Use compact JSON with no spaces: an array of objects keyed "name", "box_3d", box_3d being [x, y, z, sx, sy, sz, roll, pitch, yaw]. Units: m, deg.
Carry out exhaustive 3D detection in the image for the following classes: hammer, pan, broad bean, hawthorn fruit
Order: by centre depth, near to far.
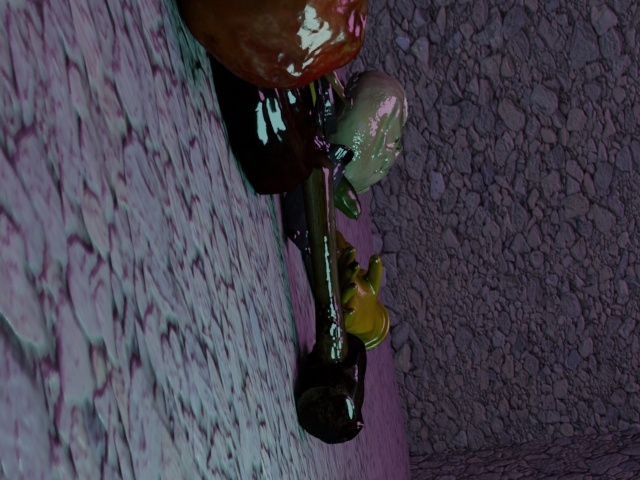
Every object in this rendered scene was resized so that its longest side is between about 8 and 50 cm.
[{"name":"hawthorn fruit","box_3d":[-0.029,-0.241,1.160,0.243,0.207,0.207,57,17,-25]},{"name":"pan","box_3d":[0.005,-0.197,1.499,0.235,0.028,0.136,-92,173,-70]},{"name":"hammer","box_3d":[0.014,0.070,1.606,0.242,0.095,0.409,-70,157,-76]},{"name":"broad bean","box_3d":[-0.001,-0.138,1.837,0.255,0.046,0.065,59,15,17]}]

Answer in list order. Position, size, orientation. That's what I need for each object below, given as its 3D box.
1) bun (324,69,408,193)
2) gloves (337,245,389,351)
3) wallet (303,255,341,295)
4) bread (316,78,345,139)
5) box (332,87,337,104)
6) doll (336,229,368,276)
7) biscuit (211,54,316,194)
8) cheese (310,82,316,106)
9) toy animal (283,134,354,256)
[{"name":"bun","box_3d":[0.084,-0.190,1.998,0.239,0.141,0.239,21,90,-84]},{"name":"gloves","box_3d":[0.071,0.114,2.046,0.294,0.116,0.133,78,2,-66]},{"name":"wallet","box_3d":[0.000,0.000,1.967,0.182,0.049,0.229,72,10,-46]},{"name":"bread","box_3d":[-0.006,-0.268,2.089,0.094,0.083,0.157,63,-27,19]},{"name":"box","box_3d":[-0.029,-0.341,1.946,0.144,0.090,0.201,-37,118,-83]},{"name":"doll","box_3d":[0.068,0.063,2.315,0.137,0.097,0.210,66,11,-49]},{"name":"biscuit","box_3d":[-0.074,-0.264,1.433,0.407,0.091,0.408,-8,90,-83]},{"name":"cheese","box_3d":[-0.044,-0.279,1.675,0.126,0.093,0.171,147,-61,-84]},{"name":"toy animal","box_3d":[0.003,-0.079,1.705,0.121,0.117,0.210,40,44,-52]}]
